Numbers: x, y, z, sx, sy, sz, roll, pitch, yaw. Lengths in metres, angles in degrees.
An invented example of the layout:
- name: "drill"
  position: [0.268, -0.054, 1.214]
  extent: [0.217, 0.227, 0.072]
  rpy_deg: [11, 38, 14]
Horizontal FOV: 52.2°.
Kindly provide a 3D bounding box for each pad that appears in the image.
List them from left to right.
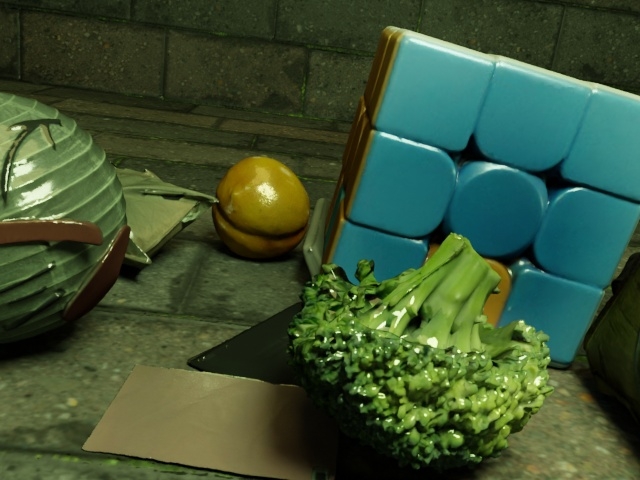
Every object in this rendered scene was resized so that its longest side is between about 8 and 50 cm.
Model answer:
- name: "pad"
  position: [-0.077, 0.144, 0.523]
  extent: [0.187, 0.006, 0.113]
  rpy_deg: [7, 25, 3]

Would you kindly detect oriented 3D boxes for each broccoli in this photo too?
- name: "broccoli"
  position: [0.073, 0.081, 0.510]
  extent: [0.176, 0.226, 0.198]
  rpy_deg: [-46, 45, -13]

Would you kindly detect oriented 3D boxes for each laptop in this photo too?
- name: "laptop"
  position: [-0.021, 0.107, 0.660]
  extent: [0.135, 0.016, 0.197]
  rpy_deg: [16, 20, 28]

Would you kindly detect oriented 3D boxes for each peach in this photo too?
- name: "peach"
  position: [-0.078, -0.042, 0.899]
  extent: [0.138, 0.138, 0.138]
  rpy_deg: [7, 18, -2]

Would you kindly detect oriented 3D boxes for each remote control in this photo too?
- name: "remote control"
  position: [0.000, 0.000, 0.925]
  extent: [0.029, 0.067, 0.261]
  rpy_deg: [-18, 16, 9]

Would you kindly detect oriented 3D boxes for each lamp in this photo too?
- name: "lamp"
  position: [-0.294, -0.014, 0.590]
  extent: [0.265, 0.233, 0.233]
  rpy_deg: [-11, 14, 14]

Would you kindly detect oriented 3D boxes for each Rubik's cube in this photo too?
- name: "Rubik's cube"
  position: [0.174, -0.069, 0.775]
  extent: [0.290, 0.292, 0.291]
  rpy_deg: [15, 19, -3]

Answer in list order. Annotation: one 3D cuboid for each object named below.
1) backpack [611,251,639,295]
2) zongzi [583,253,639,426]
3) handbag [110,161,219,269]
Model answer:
- name: "backpack"
  position: [0.430, 0.077, 0.784]
  extent: [0.106, 0.120, 0.165]
  rpy_deg: [-42, 16, -14]
- name: "zongzi"
  position: [0.353, 0.063, 0.478]
  extent: [0.159, 0.323, 0.360]
  rpy_deg: [17, 22, 2]
- name: "handbag"
  position: [-0.282, -0.044, 0.854]
  extent: [0.270, 0.117, 0.182]
  rpy_deg: [14, 38, 22]
